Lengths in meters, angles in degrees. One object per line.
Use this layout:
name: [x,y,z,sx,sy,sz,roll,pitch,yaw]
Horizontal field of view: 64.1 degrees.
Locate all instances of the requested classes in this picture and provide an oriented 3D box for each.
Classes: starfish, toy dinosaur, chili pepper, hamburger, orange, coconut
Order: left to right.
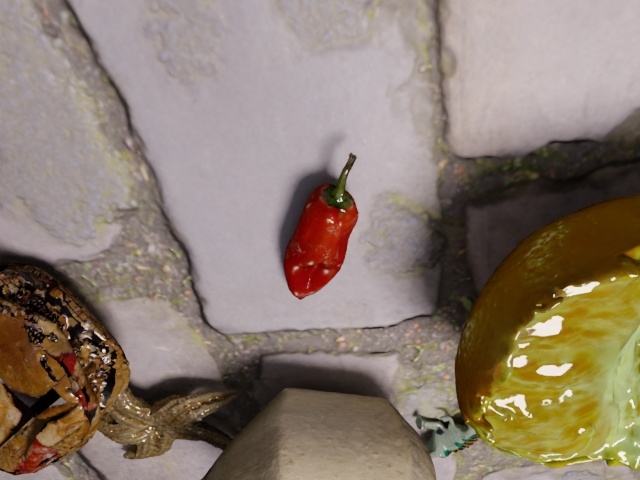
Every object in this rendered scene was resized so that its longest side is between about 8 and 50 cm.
hamburger: [-0.324,0.133,0.541,0.231,0.107,0.231,6,117,12]
starfish: [-0.220,0.234,0.670,0.236,0.062,0.277,-33,124,28]
coconut: [-0.010,0.296,0.596,0.266,0.237,0.237,6,127,-11]
chili pepper: [-0.001,0.000,0.485,0.059,0.050,0.191,0,136,-20]
toy dinosaur: [0.174,0.279,0.701,0.106,0.044,0.187,0,127,-19]
orange: [0.285,0.075,0.451,0.335,0.196,0.262,-6,141,10]
